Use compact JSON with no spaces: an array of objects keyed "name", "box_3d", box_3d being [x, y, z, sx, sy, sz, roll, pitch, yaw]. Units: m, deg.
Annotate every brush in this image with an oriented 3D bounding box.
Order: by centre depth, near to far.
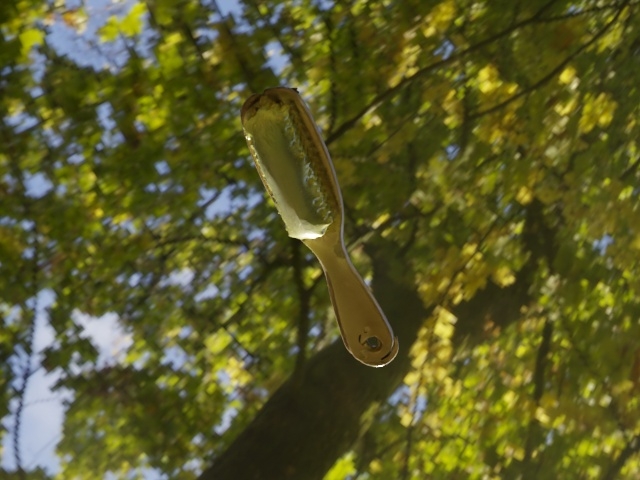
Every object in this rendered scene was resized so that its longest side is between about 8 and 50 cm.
[{"name":"brush","box_3d":[-0.002,0.001,1.391,0.072,0.067,0.312,-15,-67,20]}]
